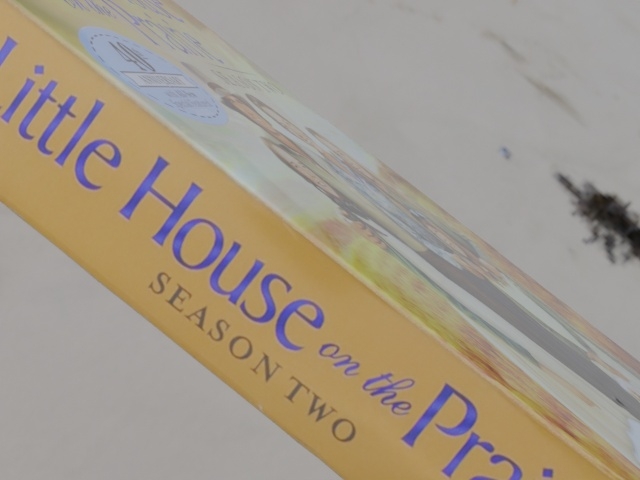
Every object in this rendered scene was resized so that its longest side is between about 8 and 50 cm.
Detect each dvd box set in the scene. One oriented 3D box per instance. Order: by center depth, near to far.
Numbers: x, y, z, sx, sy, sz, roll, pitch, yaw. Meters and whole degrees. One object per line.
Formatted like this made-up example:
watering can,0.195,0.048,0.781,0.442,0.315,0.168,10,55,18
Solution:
dvd box set,0.000,0.000,0.552,0.420,0.062,0.307,38,10,7
